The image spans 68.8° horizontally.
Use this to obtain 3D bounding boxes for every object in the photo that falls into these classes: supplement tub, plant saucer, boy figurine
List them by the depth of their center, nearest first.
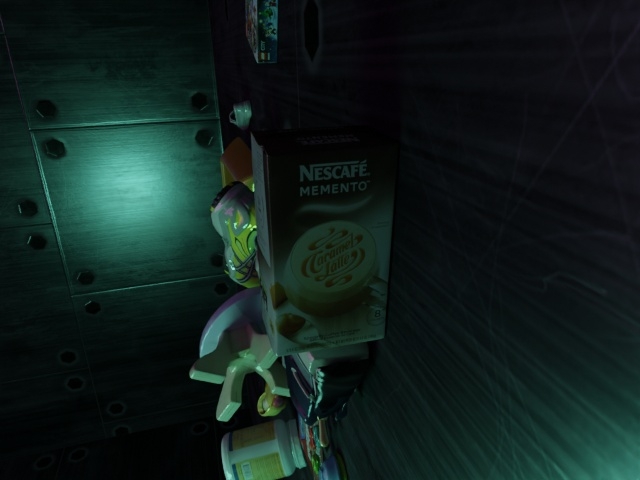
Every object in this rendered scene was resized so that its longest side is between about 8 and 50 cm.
[{"bbox_3d":[-0.147,0.558,1.233,0.144,0.200,0.144,166,90,-86],"label":"supplement tub"},{"bbox_3d":[-0.149,0.445,1.451,0.177,0.092,0.285,-115,26,-43],"label":"boy figurine"},{"bbox_3d":[-0.245,-0.121,1.479,0.332,0.081,0.332,-129,34,-53],"label":"plant saucer"}]

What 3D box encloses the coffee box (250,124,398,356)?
[{"bbox_3d":[0.000,0.000,0.546,0.098,0.141,0.246,-123,28,-60],"label":"coffee box"}]

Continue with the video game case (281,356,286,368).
[{"bbox_3d":[-0.090,0.265,1.199,0.183,0.023,0.201,118,146,-77],"label":"video game case"}]

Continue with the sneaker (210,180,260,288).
[{"bbox_3d":[-0.149,0.031,1.128,0.147,0.145,0.384,30,156,24],"label":"sneaker"}]

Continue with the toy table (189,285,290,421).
[{"bbox_3d":[-0.165,0.253,1.030,0.160,0.253,0.274,-114,41,-52],"label":"toy table"}]

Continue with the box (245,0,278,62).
[{"bbox_3d":[-0.123,-0.508,0.957,0.159,0.044,0.233,-113,21,-45],"label":"box"}]

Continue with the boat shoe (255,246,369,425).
[{"bbox_3d":[-0.036,0.134,0.767,0.340,0.127,0.158,-117,31,-50],"label":"boat shoe"}]

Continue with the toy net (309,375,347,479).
[{"bbox_3d":[0.008,0.358,0.899,0.122,0.045,0.231,-164,69,-76],"label":"toy net"}]

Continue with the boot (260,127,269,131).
[{"bbox_3d":[-0.116,-0.204,1.104,0.087,0.042,0.118,-148,50,-63],"label":"boot"}]

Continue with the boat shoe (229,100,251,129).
[{"bbox_3d":[-0.262,-0.400,1.507,0.184,0.063,0.066,-170,73,-75],"label":"boat shoe"}]

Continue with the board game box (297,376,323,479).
[{"bbox_3d":[-0.029,0.392,1.084,0.145,0.027,0.280,-138,42,-67],"label":"board game box"}]
